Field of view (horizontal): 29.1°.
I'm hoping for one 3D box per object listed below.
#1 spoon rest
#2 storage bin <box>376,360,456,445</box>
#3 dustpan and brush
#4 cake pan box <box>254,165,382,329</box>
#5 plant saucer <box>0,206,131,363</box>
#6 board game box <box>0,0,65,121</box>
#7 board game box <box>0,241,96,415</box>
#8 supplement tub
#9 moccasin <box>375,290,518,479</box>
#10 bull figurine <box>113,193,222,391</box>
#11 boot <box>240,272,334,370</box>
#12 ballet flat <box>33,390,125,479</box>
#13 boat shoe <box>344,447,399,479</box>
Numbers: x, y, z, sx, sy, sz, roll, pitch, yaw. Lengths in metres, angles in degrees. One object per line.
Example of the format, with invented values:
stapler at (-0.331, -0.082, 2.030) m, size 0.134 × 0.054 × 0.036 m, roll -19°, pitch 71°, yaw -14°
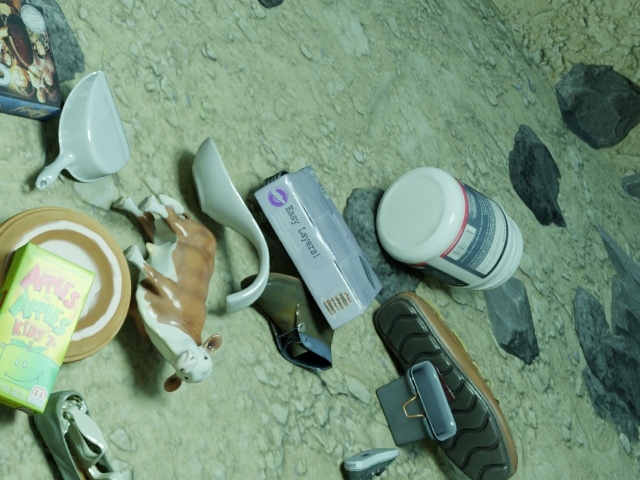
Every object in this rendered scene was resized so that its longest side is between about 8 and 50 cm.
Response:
spoon rest at (-0.135, -0.030, 1.875) m, size 0.137 × 0.084 × 0.276 m, roll 97°, pitch -21°, yaw -68°
storage bin at (0.157, 0.290, 2.117) m, size 0.098 × 0.091 × 0.135 m, roll -9°, pitch 75°, yaw -58°
dustpan and brush at (-0.332, -0.125, 1.688) m, size 0.211 × 0.060 × 0.147 m, roll -76°, pitch 156°, yaw -58°
cake pan box at (0.000, 0.000, 2.026) m, size 0.267 × 0.070 × 0.246 m, roll 60°, pitch 10°, yaw -3°
plant saucer at (-0.324, 0.052, 1.525) m, size 0.200 × 0.037 × 0.200 m, roll 9°, pitch 73°, yaw -31°
board game box at (-0.454, -0.255, 1.619) m, size 0.243 × 0.042 × 0.165 m, roll 7°, pitch 63°, yaw -55°
board game box at (-0.343, 0.104, 1.452) m, size 0.092 × 0.043 × 0.181 m, roll 28°, pitch 66°, yaw -24°
supplement tub at (0.254, -0.016, 2.388) m, size 0.272 × 0.191 × 0.191 m, roll 25°, pitch 48°, yaw -47°
moccasin at (0.234, 0.263, 2.212) m, size 0.380 × 0.139 × 0.147 m, roll 54°, pitch 23°, yaw 15°
bull figurine at (-0.214, 0.061, 1.690) m, size 0.188 × 0.101 × 0.310 m, roll 47°, pitch 24°, yaw -29°
boot at (-0.043, 0.128, 1.938) m, size 0.219 × 0.082 × 0.106 m, roll 30°, pitch 42°, yaw -47°
ballet flat at (-0.275, 0.279, 1.485) m, size 0.213 × 0.068 × 0.072 m, roll 63°, pitch 31°, yaw -4°
boat shoe at (0.082, 0.365, 1.999) m, size 0.142 × 0.049 × 0.040 m, roll -4°, pitch 91°, yaw -56°
